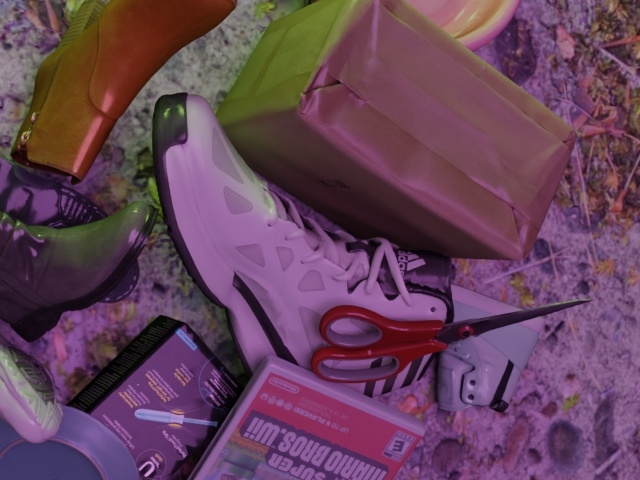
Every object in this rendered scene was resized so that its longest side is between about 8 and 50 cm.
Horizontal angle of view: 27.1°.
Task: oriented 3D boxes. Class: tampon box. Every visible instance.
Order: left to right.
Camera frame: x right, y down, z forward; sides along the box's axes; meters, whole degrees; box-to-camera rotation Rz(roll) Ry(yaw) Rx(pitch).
[{"bbox_3d":[-0.186,0.183,1.494,0.161,0.101,0.120,-44,106,-15],"label":"tampon box"}]

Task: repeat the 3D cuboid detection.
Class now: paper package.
[{"bbox_3d":[0.070,-0.117,1.471,0.309,0.325,0.168,33,78,-19],"label":"paper package"}]

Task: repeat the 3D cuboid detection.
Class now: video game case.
[{"bbox_3d":[-0.040,0.278,1.497,0.204,0.025,0.285,25,111,-18],"label":"video game case"}]

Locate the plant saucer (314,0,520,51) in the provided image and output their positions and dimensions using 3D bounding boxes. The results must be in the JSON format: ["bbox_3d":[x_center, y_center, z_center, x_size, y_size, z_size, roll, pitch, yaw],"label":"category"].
[{"bbox_3d":[0.091,-0.363,1.572,0.332,0.084,0.332,7,75,-27],"label":"plant saucer"}]

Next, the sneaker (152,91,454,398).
[{"bbox_3d":[0.000,0.000,1.439,0.257,0.169,0.448,-17,126,10],"label":"sneaker"}]

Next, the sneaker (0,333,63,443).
[{"bbox_3d":[-0.363,0.146,1.393,0.115,0.232,0.090,-50,153,3],"label":"sneaker"}]

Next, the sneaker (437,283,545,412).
[{"bbox_3d":[0.150,0.130,1.640,0.255,0.094,0.151,19,87,-21],"label":"sneaker"}]

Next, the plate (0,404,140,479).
[{"bbox_3d":[-0.288,0.259,1.435,0.188,0.024,0.188,3,116,7],"label":"plate"}]

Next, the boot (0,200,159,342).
[{"bbox_3d":[-0.292,0.002,1.341,0.161,0.246,0.083,41,36,-22],"label":"boot"}]

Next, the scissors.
[{"bbox_3d":[0.136,0.103,1.409,0.297,0.021,0.109,-4,128,0],"label":"scissors"}]

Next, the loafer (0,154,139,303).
[{"bbox_3d":[-0.313,-0.029,1.448,0.267,0.084,0.096,38,83,-23],"label":"loafer"}]

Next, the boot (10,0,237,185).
[{"bbox_3d":[-0.209,-0.160,1.373,0.104,0.295,0.211,30,71,-34],"label":"boot"}]
